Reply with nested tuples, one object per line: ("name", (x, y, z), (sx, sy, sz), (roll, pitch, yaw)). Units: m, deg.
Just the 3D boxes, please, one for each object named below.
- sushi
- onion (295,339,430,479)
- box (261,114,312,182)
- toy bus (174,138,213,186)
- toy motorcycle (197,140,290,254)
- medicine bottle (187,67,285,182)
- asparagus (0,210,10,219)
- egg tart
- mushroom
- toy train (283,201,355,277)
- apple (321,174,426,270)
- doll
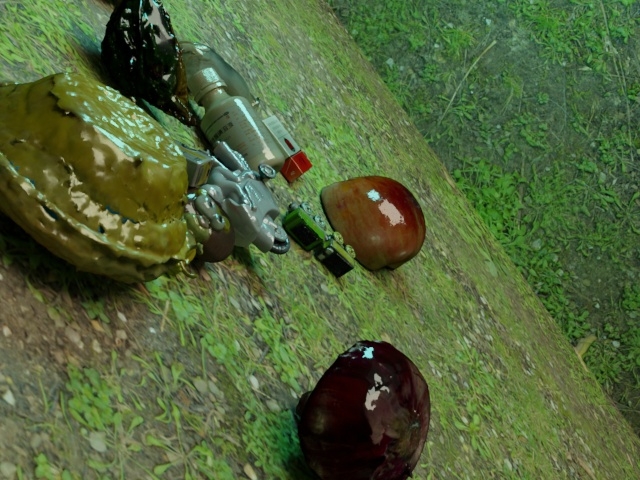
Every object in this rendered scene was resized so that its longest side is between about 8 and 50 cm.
("sushi", (-0.324, -0.329, 1.737), (0.140, 0.149, 0.287), (-177, -107, -79))
("onion", (0.055, 0.280, 1.502), (0.252, 0.219, 0.252), (-25, 120, -55))
("box", (-0.088, -0.211, 2.194), (0.152, 0.048, 0.100), (50, 22, -2))
("toy bus", (-0.264, -0.146, 1.587), (0.172, 0.057, 0.072), (25, 20, 11))
("toy motorcycle", (-0.157, -0.077, 1.751), (0.171, 0.110, 0.260), (6, 45, -49))
("medicine bottle", (-0.179, -0.231, 1.925), (0.252, 0.114, 0.114), (58, 20, 11))
("asparagus", (-0.443, -0.043, 1.163), (0.034, 0.027, 0.236), (49, 17, 19))
("egg tart", (-0.313, -0.107, 1.332), (0.388, 0.169, 0.388), (41, 15, -13))
("mushroom", (-0.225, -0.349, 2.051), (0.278, 0.099, 0.096), (31, 35, -53))
("toy train", (0.000, 0.000, 2.028), (0.202, 0.060, 0.081), (44, 29, -25))
("apple", (0.152, -0.064, 2.316), (0.251, 0.163, 0.293), (60, 19, 13))
("doll", (-0.201, -0.009, 1.556), (0.145, 0.096, 0.188), (33, 38, -28))
